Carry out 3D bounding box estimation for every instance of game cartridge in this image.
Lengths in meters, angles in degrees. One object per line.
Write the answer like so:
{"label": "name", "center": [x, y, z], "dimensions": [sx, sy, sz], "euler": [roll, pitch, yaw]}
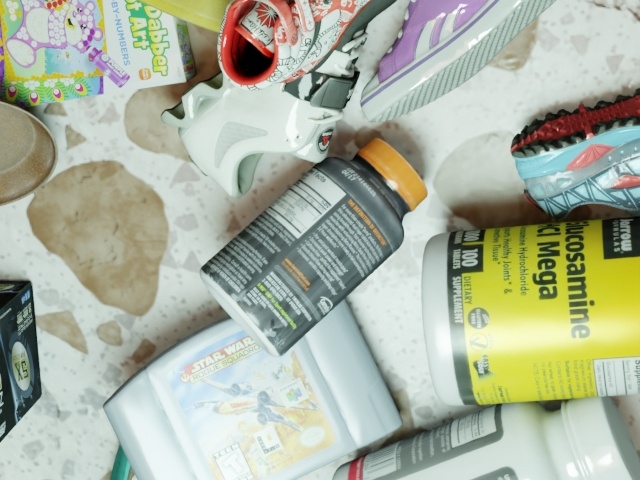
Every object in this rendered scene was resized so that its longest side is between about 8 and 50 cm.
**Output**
{"label": "game cartridge", "center": [-0.080, 0.183, 1.831], "dimensions": [0.297, 0.062, 0.198], "euler": [-26, 97, -6]}

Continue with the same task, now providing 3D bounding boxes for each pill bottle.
{"label": "pill bottle", "center": [0.187, 0.277, 1.805], "dimensions": [0.319, 0.176, 0.176], "euler": [-23, 101, 15]}
{"label": "pill bottle", "center": [0.283, 0.071, 1.725], "dimensions": [0.334, 0.188, 0.187], "euler": [-5, 105, 11]}
{"label": "pill bottle", "center": [0.000, 0.000, 1.756], "dimensions": [0.246, 0.130, 0.130], "euler": [-42, 96, -8]}

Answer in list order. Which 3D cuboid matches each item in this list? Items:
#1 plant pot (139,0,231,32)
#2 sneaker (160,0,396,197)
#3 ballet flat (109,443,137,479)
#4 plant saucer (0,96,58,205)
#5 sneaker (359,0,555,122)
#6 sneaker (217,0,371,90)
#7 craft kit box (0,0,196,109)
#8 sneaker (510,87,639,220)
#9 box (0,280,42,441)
{"label": "plant pot", "center": [-0.124, -0.319, 1.651], "dimensions": [0.187, 0.212, 0.212], "euler": [31, 91, -37]}
{"label": "sneaker", "center": [-0.008, -0.167, 1.731], "dimensions": [0.330, 0.122, 0.146], "euler": [-37, 85, 29]}
{"label": "ballet flat", "center": [-0.222, 0.405, 1.939], "dimensions": [0.147, 0.147, 0.408], "euler": [23, 106, 3]}
{"label": "plant saucer", "center": [-0.394, -0.106, 1.826], "dimensions": [0.199, 0.036, 0.198], "euler": [-7, 146, -5]}
{"label": "sneaker", "center": [0.125, -0.256, 1.722], "dimensions": [0.282, 0.102, 0.161], "euler": [-40, 76, 23]}
{"label": "sneaker", "center": [0.002, -0.251, 1.543], "dimensions": [0.090, 0.145, 0.270], "euler": [43, 121, 10]}
{"label": "craft kit box", "center": [-0.281, -0.278, 1.795], "dimensions": [0.247, 0.061, 0.249], "euler": [-9, 104, 9]}
{"label": "sneaker", "center": [0.340, -0.090, 1.731], "dimensions": [0.262, 0.104, 0.125], "euler": [-11, 121, 17]}
{"label": "box", "center": [-0.386, 0.140, 1.863], "dimensions": [0.078, 0.180, 0.147], "euler": [1, 106, 10]}
